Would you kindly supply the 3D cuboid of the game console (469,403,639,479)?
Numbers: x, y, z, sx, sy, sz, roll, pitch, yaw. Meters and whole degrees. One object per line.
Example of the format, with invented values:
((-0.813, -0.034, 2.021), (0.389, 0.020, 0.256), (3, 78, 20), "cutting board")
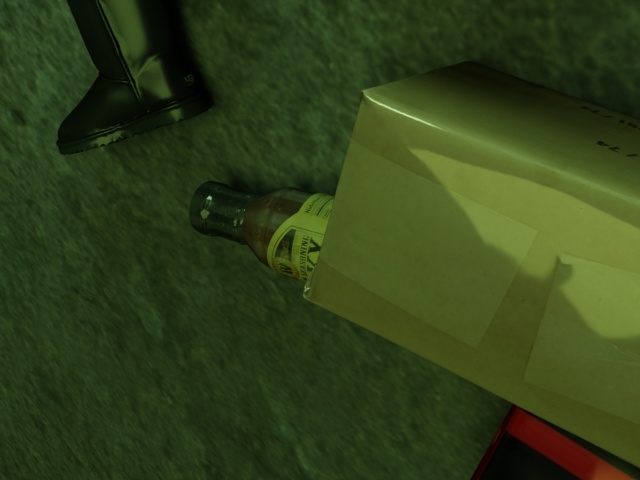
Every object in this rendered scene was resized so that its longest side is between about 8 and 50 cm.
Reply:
((0.348, 0.282, 0.604), (0.386, 0.060, 0.342), (30, 91, 25), "game console")

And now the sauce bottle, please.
((0.000, 0.000, 0.757), (0.344, 0.111, 0.111), (15, 118, 26), "sauce bottle")

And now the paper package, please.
((0.201, -0.006, 0.509), (0.325, 0.309, 0.168), (25, 118, 19), "paper package")

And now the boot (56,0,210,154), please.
((-0.277, -0.235, 0.820), (0.246, 0.094, 0.207), (-11, 109, 27), "boot")
